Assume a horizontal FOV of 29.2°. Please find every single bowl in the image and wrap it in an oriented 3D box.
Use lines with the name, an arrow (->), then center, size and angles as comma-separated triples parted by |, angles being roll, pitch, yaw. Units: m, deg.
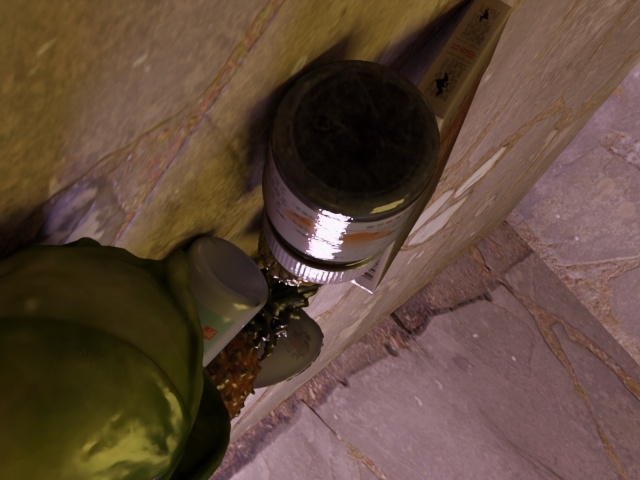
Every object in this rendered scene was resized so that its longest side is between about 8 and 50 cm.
bowl -> -0.094, 0.129, 1.808 | 0.189, 0.189, 0.086 | -36, 129, -31

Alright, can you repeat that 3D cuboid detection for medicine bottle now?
medicine bottle -> -0.208, 0.146, 1.451 | 0.352, 0.110, 0.110 | -46, 170, 25
medicine bottle -> 0.022, -0.060, 1.273 | 0.165, 0.165, 0.273 | -39, 169, -16

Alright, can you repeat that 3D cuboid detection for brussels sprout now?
brussels sprout -> -0.208, 0.125, 1.007 | 0.294, 0.227, 0.259 | 0, 140, -21

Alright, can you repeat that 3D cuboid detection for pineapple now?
pineapple -> -0.116, 0.123, 1.649 | 0.340, 0.169, 0.169 | -45, 174, -32

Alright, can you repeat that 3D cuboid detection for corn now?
corn -> 0.000, 0.000, 1.632 | 0.115, 0.115, 0.318 | -44, 171, 16

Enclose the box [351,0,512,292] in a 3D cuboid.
box -> 0.125, -0.109, 1.492 | 0.204, 0.051, 0.365 | -56, 170, -34
